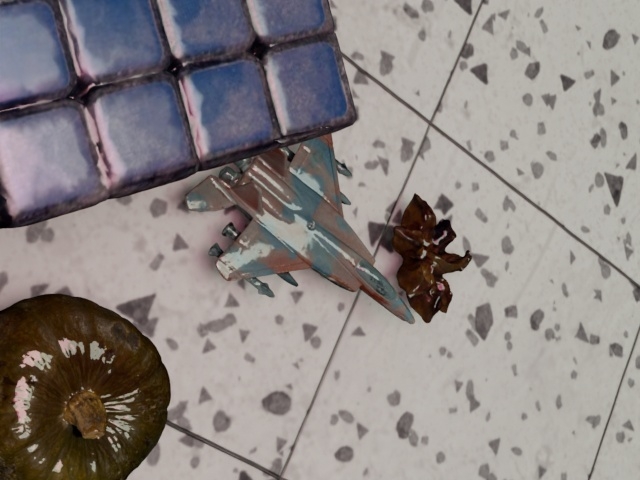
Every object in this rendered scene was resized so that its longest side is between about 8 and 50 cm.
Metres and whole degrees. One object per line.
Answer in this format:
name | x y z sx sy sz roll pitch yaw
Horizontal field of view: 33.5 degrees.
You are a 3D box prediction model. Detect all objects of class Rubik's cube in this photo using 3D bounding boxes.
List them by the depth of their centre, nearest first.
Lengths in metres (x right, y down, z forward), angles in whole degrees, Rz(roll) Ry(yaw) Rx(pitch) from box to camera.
Rubik's cube | -0.220 -0.208 0.959 0.344 0.344 0.337 -19 99 -34

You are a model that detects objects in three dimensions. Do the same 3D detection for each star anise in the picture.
star anise | 0.133 0.024 1.353 0.168 0.057 0.168 11 75 -47

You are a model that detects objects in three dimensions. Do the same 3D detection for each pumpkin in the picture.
pumpkin | -0.253 0.160 1.038 0.219 0.162 0.219 -2 94 -36

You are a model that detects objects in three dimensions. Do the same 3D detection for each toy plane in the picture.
toy plane | -0.004 0.000 1.245 0.326 0.104 0.223 45 67 -29
